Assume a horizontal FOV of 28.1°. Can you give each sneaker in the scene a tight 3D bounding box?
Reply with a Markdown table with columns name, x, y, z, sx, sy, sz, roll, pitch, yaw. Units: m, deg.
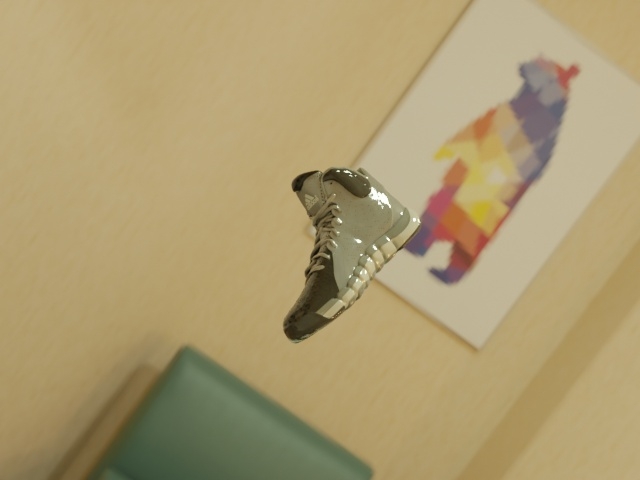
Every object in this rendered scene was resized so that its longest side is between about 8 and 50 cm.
| name | x | y | z | sx | sy | sz | roll | pitch | yaw |
| --- | --- | --- | --- | --- | --- | --- | --- | --- | --- |
| sneaker | 0.000 | 0.000 | 1.327 | 0.132 | 0.086 | 0.229 | 49 | 46 | -5 |
